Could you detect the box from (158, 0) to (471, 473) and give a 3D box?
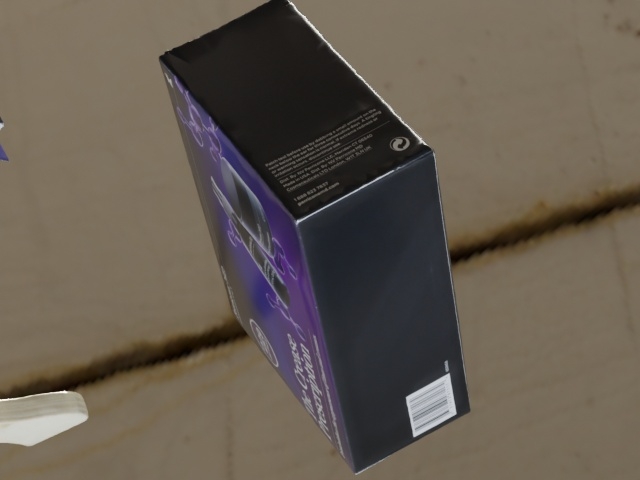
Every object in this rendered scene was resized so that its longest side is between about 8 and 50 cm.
[{"bbox_3d":[0.000,0.000,1.165,0.103,0.261,0.184,-26,-131,-12],"label":"box"}]

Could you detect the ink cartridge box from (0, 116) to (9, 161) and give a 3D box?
[{"bbox_3d":[-0.412,-0.180,1.692,0.069,0.371,0.175,-32,-104,14],"label":"ink cartridge box"}]

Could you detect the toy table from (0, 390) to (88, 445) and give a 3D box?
[{"bbox_3d":[-0.355,0.179,1.601,0.252,0.161,0.274,-14,-112,15],"label":"toy table"}]
